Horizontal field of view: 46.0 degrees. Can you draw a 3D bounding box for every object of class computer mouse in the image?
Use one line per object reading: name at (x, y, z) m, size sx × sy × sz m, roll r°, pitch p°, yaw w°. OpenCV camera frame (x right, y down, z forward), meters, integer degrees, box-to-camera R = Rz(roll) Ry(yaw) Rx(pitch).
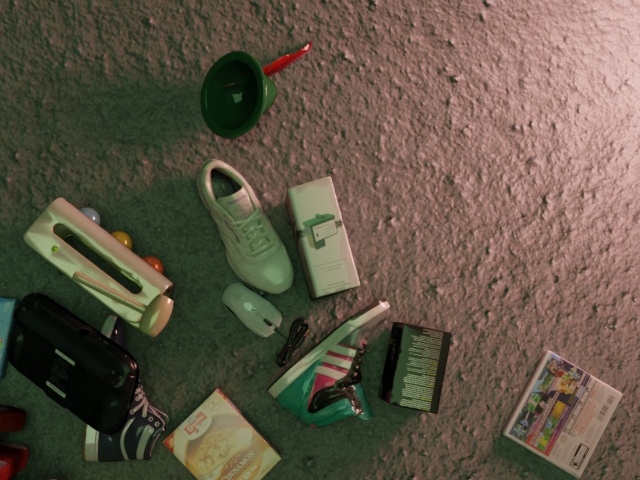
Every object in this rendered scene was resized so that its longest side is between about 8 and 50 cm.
computer mouse at (-0.119, 0.159, 1.526) m, size 0.193 × 0.042 × 0.106 m, roll 38°, pitch 83°, yaw 0°

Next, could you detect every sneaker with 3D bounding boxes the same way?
sneaker at (-0.366, 0.290, 1.463) m, size 0.153 × 0.099 × 0.282 m, roll 6°, pitch 86°, yaw -3°
sneaker at (0.060, 0.264, 1.487) m, size 0.295 × 0.124 × 0.178 m, roll -41°, pitch 83°, yaw 0°
sneaker at (-0.156, -0.025, 1.489) m, size 0.114 × 0.152 × 0.305 m, roll -33°, pitch 89°, yaw -10°

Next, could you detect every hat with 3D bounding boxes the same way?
hat at (-0.118, -0.304, 1.588) m, size 0.209 × 0.184 × 0.172 m, roll -28°, pitch 77°, yaw 34°

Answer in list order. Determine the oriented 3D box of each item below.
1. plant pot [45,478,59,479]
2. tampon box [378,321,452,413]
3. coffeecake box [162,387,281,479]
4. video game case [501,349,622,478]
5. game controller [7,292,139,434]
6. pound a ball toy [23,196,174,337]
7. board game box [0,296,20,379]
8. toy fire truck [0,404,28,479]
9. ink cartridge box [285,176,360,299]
plant pot at (-0.510, 0.577, 1.360) m, size 0.254 × 0.254 × 0.239 m, roll -25°, pitch 70°, yaw -7°
tampon box at (0.186, 0.251, 1.502) m, size 0.102 × 0.120 × 0.160 m, roll 12°, pitch 83°, yaw -4°
coffeecake box at (-0.191, 0.406, 1.480) m, size 0.142 × 0.068 × 0.185 m, roll -44°, pitch 88°, yaw -7°
video game case at (0.502, 0.360, 1.568) m, size 0.183 × 0.023 × 0.201 m, roll 31°, pitch 83°, yaw -1°
game controller at (-0.468, 0.227, 1.408) m, size 0.319 × 0.067 × 0.166 m, roll 27°, pitch 114°, yaw 27°
pound a ball toy at (-0.395, 0.046, 1.431) m, size 0.319 × 0.208 × 0.135 m, roll 37°, pitch 75°, yaw 1°
board game box at (-0.713, 0.177, 1.475) m, size 0.212 × 0.039 × 0.160 m, roll 9°, pitch 83°, yaw -3°
toy fire truck at (-0.685, 0.377, 1.347) m, size 0.302 × 0.254 × 0.169 m, roll 12°, pitch 83°, yaw -4°
ink cartridge box at (0.000, 0.000, 1.495) m, size 0.093 × 0.160 × 0.219 m, roll -15°, pitch 84°, yaw -6°
